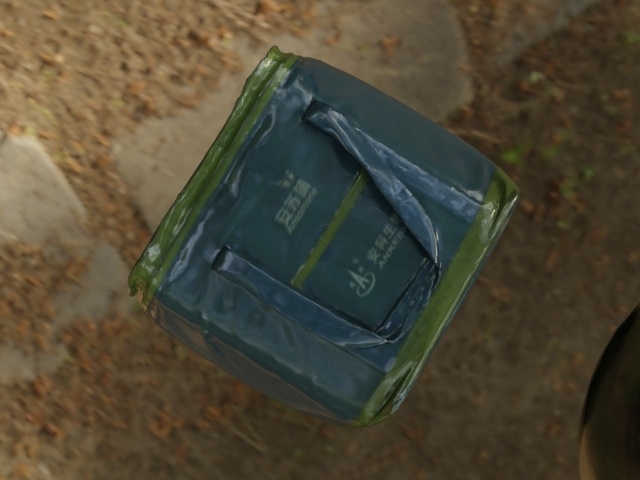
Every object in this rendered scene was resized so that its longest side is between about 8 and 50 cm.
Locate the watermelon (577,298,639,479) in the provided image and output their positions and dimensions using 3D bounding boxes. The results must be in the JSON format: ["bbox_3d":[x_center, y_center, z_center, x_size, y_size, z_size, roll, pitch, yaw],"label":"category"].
[{"bbox_3d":[0.253,0.113,1.026,0.242,0.242,0.242,-12,113,-31],"label":"watermelon"}]

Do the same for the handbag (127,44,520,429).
[{"bbox_3d":[0.000,0.000,1.591,0.241,0.222,0.263,29,85,-3],"label":"handbag"}]
